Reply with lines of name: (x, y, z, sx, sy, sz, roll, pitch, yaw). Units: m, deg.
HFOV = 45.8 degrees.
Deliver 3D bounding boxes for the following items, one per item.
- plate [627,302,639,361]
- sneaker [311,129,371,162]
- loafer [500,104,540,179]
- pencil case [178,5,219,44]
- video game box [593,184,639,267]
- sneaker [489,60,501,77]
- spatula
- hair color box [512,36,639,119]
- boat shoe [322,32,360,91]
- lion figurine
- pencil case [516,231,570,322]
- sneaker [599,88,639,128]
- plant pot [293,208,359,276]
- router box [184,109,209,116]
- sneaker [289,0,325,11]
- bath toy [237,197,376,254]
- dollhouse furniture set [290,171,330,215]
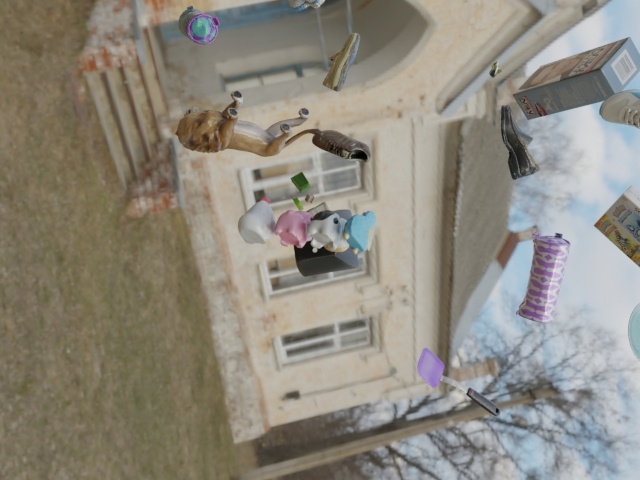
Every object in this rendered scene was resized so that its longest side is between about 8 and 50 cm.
plate: (0.929, 0.262, 2.145, 0.024, 0.188, 0.188, -9, -87, 61)
sneaker: (0.068, -0.282, 2.290, 0.071, 0.188, 0.066, -104, -151, -55)
loafer: (0.423, -0.213, 1.614, 0.062, 0.061, 0.170, -68, 142, -55)
pencil case: (-0.259, -0.455, 1.599, 0.064, 0.070, 0.151, 67, -7, -27)
video game box: (0.853, -0.030, 2.032, 0.187, 0.048, 0.205, 48, -18, 16)
sneaker: (0.568, -0.545, 2.433, 0.035, 0.031, 0.083, 42, 44, -18)
spatula: (0.380, 0.402, 2.071, 0.030, 0.296, 0.084, -38, -158, 58)
hair color box: (0.832, -0.520, 2.464, 0.113, 0.185, 0.374, 53, -25, -16)
boat shoe: (0.060, -0.564, 2.361, 0.190, 0.072, 0.068, -66, 166, 0)
lion figurine: (-0.214, -0.312, 2.229, 0.240, 0.392, 0.142, -47, -146, 48)
pencil case: (0.509, 0.085, 1.732, 0.086, 0.088, 0.206, -12, 113, -59)
sneaker: (0.801, -0.308, 1.851, 0.092, 0.229, 0.087, -61, 150, -42)
plant pot: (0.000, 0.000, 2.302, 0.167, 0.188, 0.187, 25, 56, -75)
router box: (-0.422, -0.405, 2.604, 0.122, 0.092, 0.038, -103, -176, -59)
sneaker: (-0.052, -0.745, 2.274, 0.083, 0.071, 0.191, 38, -11, -29)
bath toy: (-0.040, -0.039, 1.932, 0.151, 0.348, 0.129, 66, 37, -51)
dollhouse furniture set: (-0.032, -0.108, 2.043, 0.058, 0.076, 0.151, 57, -3, 47)
